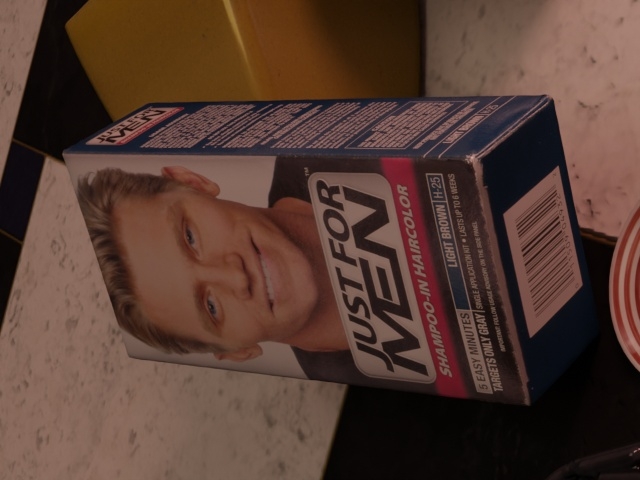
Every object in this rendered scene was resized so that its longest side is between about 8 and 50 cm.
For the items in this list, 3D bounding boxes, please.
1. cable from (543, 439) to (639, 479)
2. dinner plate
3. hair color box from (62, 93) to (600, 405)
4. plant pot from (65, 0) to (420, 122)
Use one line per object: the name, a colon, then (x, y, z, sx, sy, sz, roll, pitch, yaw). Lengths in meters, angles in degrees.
cable: (0.177, 0.203, 0.966, 0.184, 0.047, 0.150, -27, 64, 46)
dinner plate: (0.230, 0.022, 0.961, 0.141, 0.017, 0.141, -23, 61, 50)
hair color box: (0.000, 0.000, 1.073, 0.347, 0.105, 0.174, 3, 117, 38)
plant pot: (-0.044, -0.130, 1.249, 0.212, 0.212, 0.187, -33, 67, 46)
